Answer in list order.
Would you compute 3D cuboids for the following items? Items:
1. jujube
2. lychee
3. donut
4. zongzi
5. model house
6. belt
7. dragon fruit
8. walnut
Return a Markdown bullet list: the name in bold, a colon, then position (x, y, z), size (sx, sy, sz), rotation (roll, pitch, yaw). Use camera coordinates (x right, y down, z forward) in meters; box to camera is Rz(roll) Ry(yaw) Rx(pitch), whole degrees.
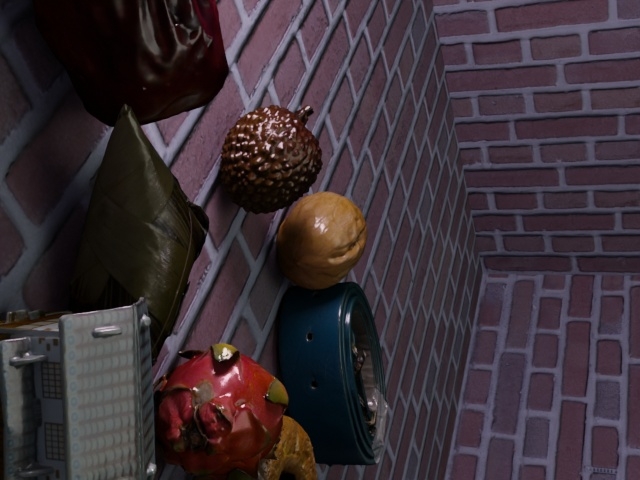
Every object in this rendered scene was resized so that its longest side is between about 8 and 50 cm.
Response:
- **jujube**: position (-0.251, -0.314, 1.091), size (0.377, 0.258, 0.258), rotation (66, 31, -34)
- **lychee**: position (-0.088, -0.158, 1.586), size (0.238, 0.200, 0.200), rotation (-59, 149, -15)
- **donut**: position (-0.113, 0.462, 1.573), size (0.317, 0.150, 0.299), rotation (54, 44, -57)
- **zongzi**: position (-0.266, 0.024, 1.110), size (0.317, 0.154, 0.289), rotation (82, 19, -61)
- **model house**: position (-0.300, 0.180, 0.998), size (0.198, 0.215, 0.224), rotation (-7, 97, -70)
- **belt**: position (0.039, 0.299, 1.930), size (0.300, 0.173, 0.437), rotation (-55, 140, -60)
- **dragon fruit**: position (-0.163, 0.273, 1.346), size (0.227, 0.224, 0.224), rotation (36, 56, -57)
- **walnut**: position (0.000, 0.000, 1.822), size (0.222, 0.195, 0.195), rotation (-47, 133, -51)
